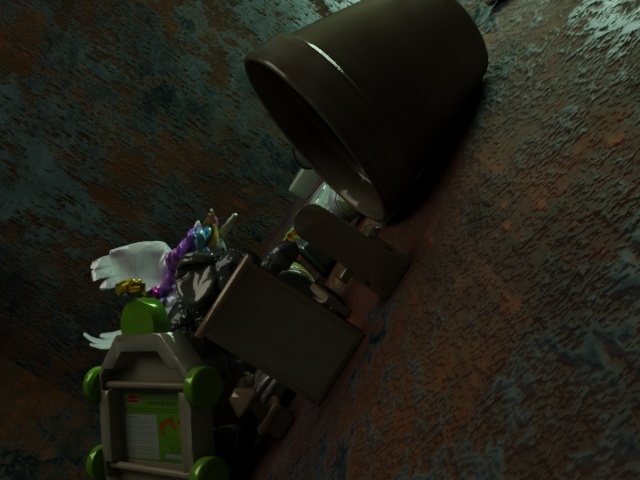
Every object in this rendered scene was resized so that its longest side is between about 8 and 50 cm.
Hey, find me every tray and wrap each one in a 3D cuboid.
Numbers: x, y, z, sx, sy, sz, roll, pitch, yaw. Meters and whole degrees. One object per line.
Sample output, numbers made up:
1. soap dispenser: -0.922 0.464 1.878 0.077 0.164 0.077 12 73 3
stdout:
1. tray: -0.211 0.344 1.330 0.411 0.076 0.203 -46 13 53

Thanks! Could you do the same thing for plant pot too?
1. plant pot: 0.091 -0.236 1.075 0.280 0.323 0.323 -41 5 -7

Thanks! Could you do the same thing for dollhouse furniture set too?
1. dollhouse furniture set: -0.054 0.083 1.000 0.303 0.173 0.355 -57 7 0

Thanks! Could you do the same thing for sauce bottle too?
1. sauce bottle: -0.067 0.087 1.338 0.111 0.111 0.344 -57 6 2

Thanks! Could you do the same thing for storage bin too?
1. storage bin: 0.000 0.000 1.364 0.091 0.098 0.135 -46 7 1

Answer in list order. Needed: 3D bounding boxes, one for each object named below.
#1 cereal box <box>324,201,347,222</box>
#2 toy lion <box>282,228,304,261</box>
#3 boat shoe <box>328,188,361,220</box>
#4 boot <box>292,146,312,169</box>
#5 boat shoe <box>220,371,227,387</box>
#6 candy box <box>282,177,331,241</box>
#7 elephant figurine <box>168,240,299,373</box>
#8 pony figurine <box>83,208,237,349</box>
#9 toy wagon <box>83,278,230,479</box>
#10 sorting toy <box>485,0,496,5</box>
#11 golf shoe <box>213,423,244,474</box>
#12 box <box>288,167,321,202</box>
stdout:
1. cereal box: 0.072 -0.126 1.566 0.240 0.047 0.173 -60 7 -22
2. toy lion: -0.028 0.005 1.476 0.100 0.096 0.034 -59 7 -17
3. boat shoe: 0.110 -0.171 1.387 0.094 0.109 0.302 -19 45 54
4. boot: 0.079 -0.299 1.682 0.338 0.118 0.223 -38 6 -4
5. boat shoe: -0.242 0.227 1.229 0.132 0.130 0.355 -58 7 -10
6. candy box: 0.007 -0.088 1.748 0.159 0.071 0.233 -45 13 52
7. elephant figurine: -0.150 0.079 1.131 0.169 0.186 0.239 -62 -8 -82
8. pony figurine: -0.279 0.122 1.454 0.351 0.363 0.303 -24 42 -2
9. toy wagon: -0.238 0.225 0.998 0.267 0.068 0.345 -9 83 40
10. sorting toy: 0.384 -0.539 1.297 0.193 0.038 0.208 -57 7 5
11. golf shoe: -0.171 0.362 1.057 0.198 0.077 0.094 -57 -15 14
12. box: 0.048 -0.247 1.969 0.311 0.121 0.148 -54 8 23
